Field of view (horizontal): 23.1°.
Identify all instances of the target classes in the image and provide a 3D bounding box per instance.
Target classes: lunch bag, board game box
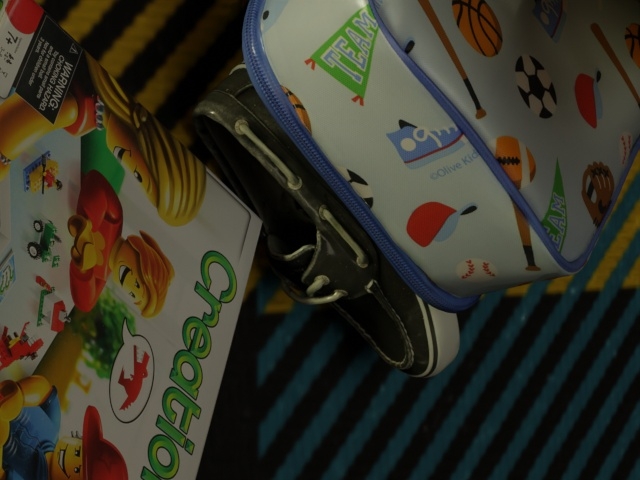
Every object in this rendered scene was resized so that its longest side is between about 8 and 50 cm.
[{"bbox_3d":[0.083,-0.130,0.891,0.243,0.115,0.303,48,41,-23],"label":"lunch bag"},{"bbox_3d":[-0.132,0.054,0.718,0.193,0.053,0.305,44,42,-33],"label":"board game box"}]

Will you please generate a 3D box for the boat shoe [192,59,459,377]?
[{"bbox_3d":[0.000,0.000,0.891,0.070,0.077,0.219,-44,110,-32],"label":"boat shoe"}]
